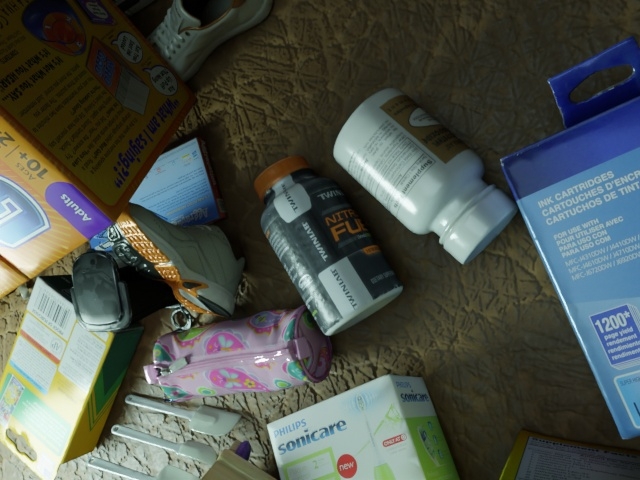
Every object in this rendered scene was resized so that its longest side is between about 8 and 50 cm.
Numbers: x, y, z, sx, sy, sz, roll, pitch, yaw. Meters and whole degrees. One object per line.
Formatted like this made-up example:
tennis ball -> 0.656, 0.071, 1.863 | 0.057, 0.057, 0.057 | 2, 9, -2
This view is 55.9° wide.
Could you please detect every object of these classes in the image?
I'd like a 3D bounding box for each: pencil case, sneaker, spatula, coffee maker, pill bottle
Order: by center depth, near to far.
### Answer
pill bottle -> 0.138, -0.083, 0.792 | 0.229, 0.131, 0.131 | 45, 108, 17
pill bottle -> 0.000, 0.000, 0.857 | 0.130, 0.130, 0.245 | -37, 76, 21
sneaker -> -0.204, 0.009, 0.893 | 0.099, 0.262, 0.121 | 2, 59, 29
pencil case -> -0.126, 0.177, 0.923 | 0.284, 0.124, 0.124 | -13, 85, 24
coffee maker -> -0.282, 0.083, 0.946 | 0.120, 0.178, 0.171 | -33, 87, 24
sneaker -> -0.224, -0.341, 0.961 | 0.290, 0.123, 0.106 | -30, 81, 23
spatula -> -0.266, 0.333, 0.987 | 0.242, 0.019, 0.168 | 4, 49, 27

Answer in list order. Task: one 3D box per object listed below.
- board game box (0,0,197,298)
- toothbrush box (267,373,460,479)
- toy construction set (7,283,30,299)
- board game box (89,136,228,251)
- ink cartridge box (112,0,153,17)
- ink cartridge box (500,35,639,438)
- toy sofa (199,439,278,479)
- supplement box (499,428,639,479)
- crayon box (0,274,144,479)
board game box -> -0.464, -0.173, 0.856 | 0.356, 0.356, 0.356 | -28, 118, 26
toothbrush box -> 0.075, 0.347, 0.799 | 0.206, 0.122, 0.283 | -28, 63, 23
toy construction set -> -0.690, 0.028, 1.151 | 0.237, 0.257, 0.308 | -25, 98, -20
board game box -> -0.298, -0.059, 1.049 | 0.281, 0.027, 0.145 | -20, 81, 23
ink cartridge box -> -0.373, -0.457, 0.986 | 0.273, 0.197, 0.114 | -20, 82, 24
ink cartridge box -> 0.385, -0.020, 0.673 | 0.270, 0.151, 0.395 | -25, 79, 23
toy sofa -> -0.154, 0.495, 0.903 | 0.150, 0.177, 0.362 | 28, 108, 11
supplement box -> 0.275, 0.353, 0.609 | 0.194, 0.356, 0.195 | 3, 92, 25
crayon box -> -0.473, 0.250, 1.103 | 0.203, 0.083, 0.323 | 30, 102, 22
